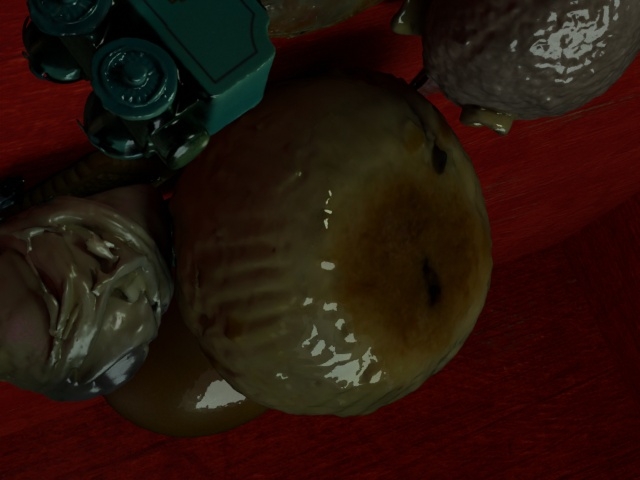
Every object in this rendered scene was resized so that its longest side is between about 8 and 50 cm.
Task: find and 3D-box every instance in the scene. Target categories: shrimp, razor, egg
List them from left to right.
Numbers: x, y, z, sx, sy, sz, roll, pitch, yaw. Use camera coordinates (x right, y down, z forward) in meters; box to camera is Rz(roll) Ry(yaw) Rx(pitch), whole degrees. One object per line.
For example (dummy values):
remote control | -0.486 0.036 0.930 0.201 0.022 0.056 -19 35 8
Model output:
razor | -0.426 -0.006 1.535 0.253 0.042 0.082 -19 170 -18
egg | -0.159 0.128 2.101 0.351 0.282 0.282 -31 169 2
shrimp | -0.040 -0.207 1.326 0.294 0.062 0.154 -15 173 -43

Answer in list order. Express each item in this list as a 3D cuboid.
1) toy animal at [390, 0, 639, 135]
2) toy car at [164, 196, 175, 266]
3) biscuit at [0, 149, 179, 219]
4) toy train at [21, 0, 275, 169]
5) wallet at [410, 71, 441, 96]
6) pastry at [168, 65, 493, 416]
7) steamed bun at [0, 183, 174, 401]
toy animal | 0.214 -0.219 1.456 0.226 0.188 0.358 -26 170 -15
toy car | -0.086 -0.054 1.862 0.321 0.097 0.141 -18 169 -30
biscuit | -0.293 -0.037 1.696 0.254 0.029 0.172 -29 168 23
toy train | -0.128 -0.154 1.068 0.154 0.198 0.107 -36 172 -18
wallet | 0.204 -0.221 1.873 0.196 0.020 0.103 -19 168 -24
pastry | 0.000 0.000 1.638 0.388 0.388 0.313 -14 -170 -42
steamed bun | -0.271 0.073 1.628 0.268 0.207 0.280 -26 175 19
